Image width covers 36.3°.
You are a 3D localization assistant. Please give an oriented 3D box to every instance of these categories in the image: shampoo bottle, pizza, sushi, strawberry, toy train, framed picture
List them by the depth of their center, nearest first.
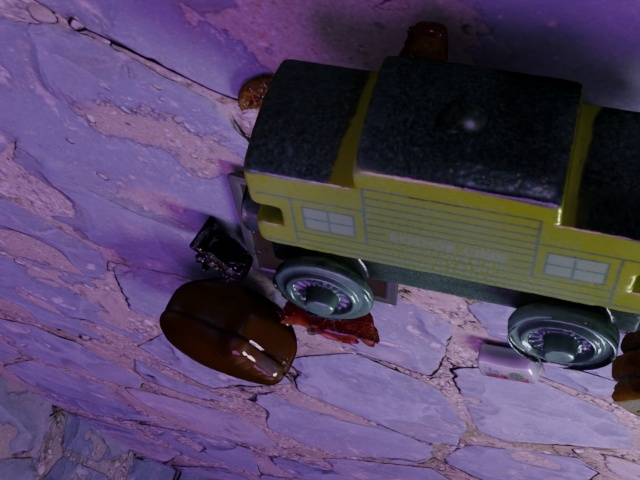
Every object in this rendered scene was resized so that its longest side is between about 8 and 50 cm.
[{"bbox_3d":[0.091,-0.165,0.872,0.047,0.050,0.099,6,143,9],"label":"sushi"},{"bbox_3d":[0.127,-0.030,0.891,0.442,0.179,0.272,11,149,13],"label":"toy train"},{"bbox_3d":[-0.067,-0.157,1.049,0.037,0.016,0.083,21,156,-23],"label":"pizza"},{"bbox_3d":[0.000,0.000,1.346,0.232,0.019,0.296,14,156,9],"label":"framed picture"},{"bbox_3d":[-0.141,0.021,1.424,0.083,0.056,0.084,29,158,8],"label":"sushi"},{"bbox_3d":[0.020,0.116,1.477,0.146,0.082,0.187,13,179,-45],"label":"strawberry"},{"bbox_3d":[0.299,0.194,1.520,0.099,0.043,0.072,8,155,23],"label":"shampoo bottle"}]

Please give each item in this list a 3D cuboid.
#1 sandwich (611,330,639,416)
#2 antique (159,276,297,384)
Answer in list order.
[{"bbox_3d":[0.536,0.179,1.220,0.254,0.099,0.288,24,157,-27],"label":"sandwich"},{"bbox_3d":[-0.145,0.150,1.604,0.223,0.129,0.278,36,162,-21],"label":"antique"}]
